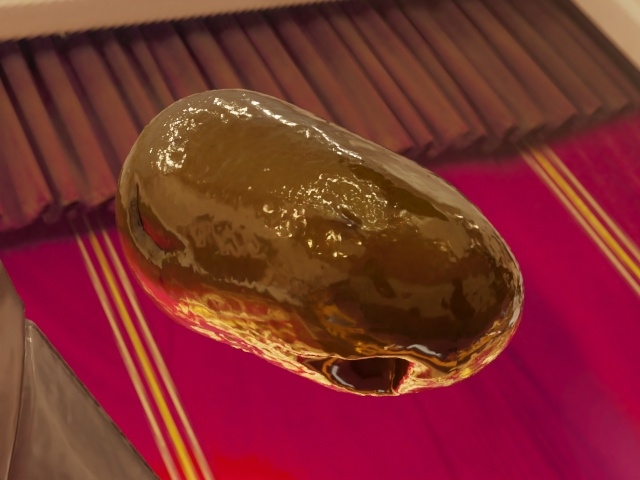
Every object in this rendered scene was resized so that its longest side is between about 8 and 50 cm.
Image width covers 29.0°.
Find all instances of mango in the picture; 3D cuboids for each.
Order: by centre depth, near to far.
[{"bbox_3d":[0.000,0.000,0.853,0.253,0.365,0.182,27,-98,-28],"label":"mango"}]

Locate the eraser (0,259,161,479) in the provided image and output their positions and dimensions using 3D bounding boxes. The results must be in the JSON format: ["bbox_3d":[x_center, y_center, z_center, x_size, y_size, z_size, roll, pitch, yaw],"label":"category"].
[{"bbox_3d":[-0.118,0.153,0.423,0.059,0.243,0.204,-13,-57,30],"label":"eraser"}]
